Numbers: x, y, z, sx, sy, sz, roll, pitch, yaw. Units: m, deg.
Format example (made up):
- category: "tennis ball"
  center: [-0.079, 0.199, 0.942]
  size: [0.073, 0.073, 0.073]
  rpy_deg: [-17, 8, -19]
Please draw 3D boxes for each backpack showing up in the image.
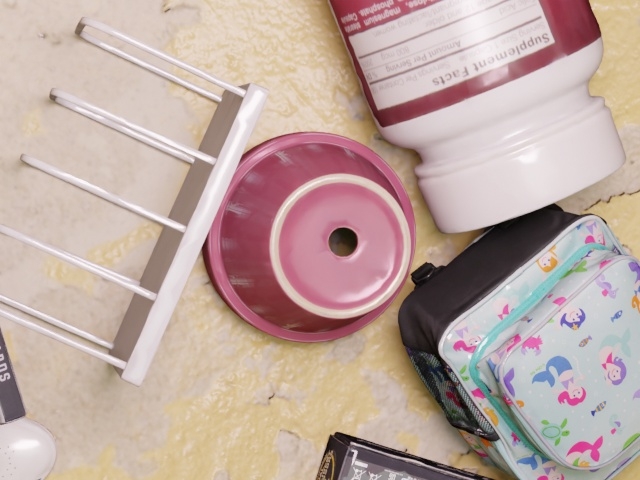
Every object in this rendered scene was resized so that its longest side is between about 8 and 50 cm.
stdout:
- category: "backpack"
  center: [0.224, 0.115, 1.818]
  size: [0.225, 0.191, 0.253]
  rpy_deg: [-39, 122, -14]

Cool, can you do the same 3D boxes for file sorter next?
- category: "file sorter"
  center: [-0.189, -0.038, 1.734]
  size: [0.173, 0.193, 0.278]
  rpy_deg: [23, 88, -9]

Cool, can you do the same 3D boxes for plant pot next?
- category: "plant pot"
  center: [0.000, 0.000, 1.779]
  size: [0.201, 0.180, 0.201]
  rpy_deg: [-1, 93, -11]

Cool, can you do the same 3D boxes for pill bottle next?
- category: "pill bottle"
  center: [0.125, -0.221, 1.769]
  size: [0.224, 0.224, 0.392]
  rpy_deg: [-23, 98, -9]

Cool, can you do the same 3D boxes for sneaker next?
- category: "sneaker"
  center: [-0.350, 0.215, 1.733]
  size: [0.235, 0.153, 0.094]
  rpy_deg: [-2, 95, -11]

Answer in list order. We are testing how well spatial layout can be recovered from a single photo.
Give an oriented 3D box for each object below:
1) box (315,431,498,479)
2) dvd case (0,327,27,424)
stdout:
- category: "box"
  center: [0.153, 0.391, 1.876]
  size: [0.394, 0.097, 0.318]
  rpy_deg: [17, 88, -12]
- category: "dvd case"
  center: [-0.347, 0.075, 1.691]
  size: [0.029, 0.238, 0.179]
  rpy_deg: [-21, 97, -36]
